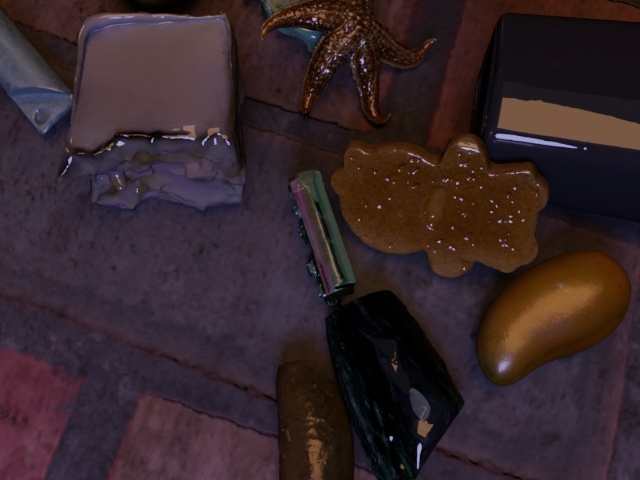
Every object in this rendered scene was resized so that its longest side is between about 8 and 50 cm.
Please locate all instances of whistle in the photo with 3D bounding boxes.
[{"bbox_3d":[-0.391,-0.250,0.807,0.062,0.062,0.312,-38,77,-16],"label":"whistle"}]

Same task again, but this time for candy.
[{"bbox_3d":[-0.172,-0.138,0.742,0.185,0.137,0.195,-3,69,-5],"label":"candy"}]

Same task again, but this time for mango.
[{"bbox_3d":[0.237,0.079,0.723,0.184,0.085,0.102,-33,79,-4],"label":"mango"}]

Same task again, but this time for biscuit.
[{"bbox_3d":[0.120,-0.038,0.733,0.225,0.166,0.036,7,32,13],"label":"biscuit"}]

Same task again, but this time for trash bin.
[{"bbox_3d":[0.317,-0.131,0.754,0.290,0.182,0.209,9,71,5],"label":"trash bin"}]

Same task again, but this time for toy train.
[{"bbox_3d":[0.000,0.000,0.738,0.038,0.071,0.148,-15,72,-9],"label":"toy train"}]

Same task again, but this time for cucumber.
[{"bbox_3d":[0.079,0.143,0.691,0.115,0.086,0.193,-22,68,-10],"label":"cucumber"}]

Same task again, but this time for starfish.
[{"bbox_3d":[0.040,-0.247,0.811,0.213,0.057,0.238,18,89,-25],"label":"starfish"}]

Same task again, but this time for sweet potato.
[{"bbox_3d":[0.002,0.230,0.655,0.077,0.077,0.243,-8,69,-7],"label":"sweet potato"}]

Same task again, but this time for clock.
[{"bbox_3d":[-0.029,-0.301,0.862,0.135,0.041,0.101,32,72,9],"label":"clock"}]

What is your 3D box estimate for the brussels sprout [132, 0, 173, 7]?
[{"bbox_3d":[-0.211,-0.358,0.819,0.122,0.149,0.151,-24,34,3],"label":"brussels sprout"}]
